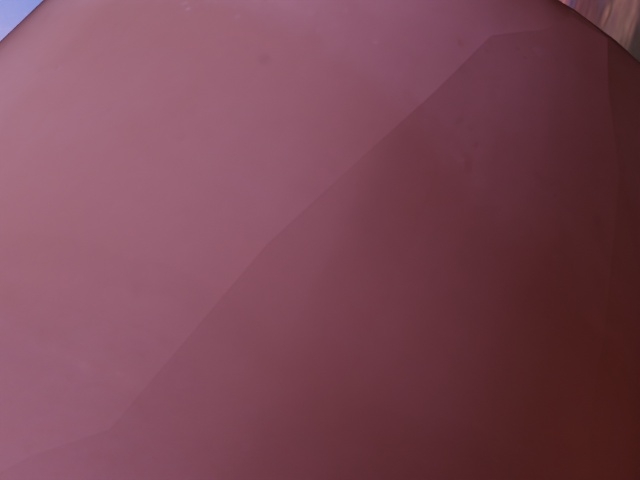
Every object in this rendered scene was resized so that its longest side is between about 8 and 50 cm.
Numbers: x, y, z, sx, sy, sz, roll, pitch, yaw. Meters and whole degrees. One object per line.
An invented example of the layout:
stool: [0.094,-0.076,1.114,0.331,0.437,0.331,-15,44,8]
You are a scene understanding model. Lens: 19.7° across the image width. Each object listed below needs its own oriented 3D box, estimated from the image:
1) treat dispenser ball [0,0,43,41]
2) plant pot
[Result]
treat dispenser ball: [-0.071,-0.052,0.838,0.288,0.288,0.288,-168,90,-82]
plant pot: [-0.033,0.078,0.478,0.280,0.323,0.323,-64,2,-21]
